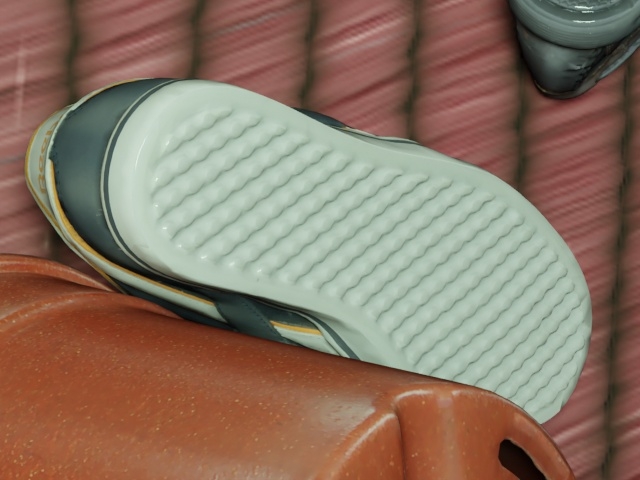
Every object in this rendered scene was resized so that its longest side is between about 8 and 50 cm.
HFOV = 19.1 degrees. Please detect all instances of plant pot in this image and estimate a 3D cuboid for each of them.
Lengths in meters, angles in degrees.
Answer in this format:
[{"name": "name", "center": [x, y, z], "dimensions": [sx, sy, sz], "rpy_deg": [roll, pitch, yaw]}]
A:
[{"name": "plant pot", "center": [-0.051, 0.145, 0.762], "dimensions": [0.272, 0.265, 0.272], "rpy_deg": [-3, 94, -48]}]

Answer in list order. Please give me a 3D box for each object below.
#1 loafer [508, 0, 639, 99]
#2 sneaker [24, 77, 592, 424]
[{"name": "loafer", "center": [0.197, -0.203, 1.059], "dimensions": [0.109, 0.095, 0.302], "rpy_deg": [31, 66, 19]}, {"name": "sneaker", "center": [0.000, 0.000, 0.939], "dimensions": [0.321, 0.127, 0.126], "rpy_deg": [29, 79, -39]}]
